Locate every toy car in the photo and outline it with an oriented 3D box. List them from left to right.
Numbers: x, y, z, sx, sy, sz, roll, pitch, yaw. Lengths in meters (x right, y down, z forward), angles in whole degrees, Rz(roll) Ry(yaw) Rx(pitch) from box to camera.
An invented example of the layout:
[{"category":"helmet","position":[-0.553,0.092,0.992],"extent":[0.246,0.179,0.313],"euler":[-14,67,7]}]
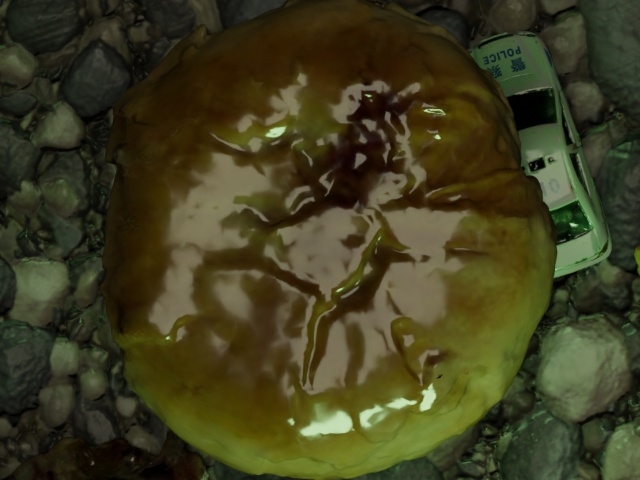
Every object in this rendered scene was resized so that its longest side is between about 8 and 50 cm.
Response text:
[{"category":"toy car","position":[0.186,-0.078,1.371],"extent":[0.090,0.076,0.224],"euler":[-18,83,8]}]

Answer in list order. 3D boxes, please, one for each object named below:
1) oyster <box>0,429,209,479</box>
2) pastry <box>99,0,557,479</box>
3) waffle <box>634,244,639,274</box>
[{"category":"oyster","position":[-0.168,0.343,1.377],"extent":[0.221,0.096,0.361],"euler":[-27,79,12]},{"category":"pastry","position":[0.000,0.000,1.303],"extent":[0.410,0.245,0.409],"euler":[-1,85,9]},{"category":"waffle","position":[0.365,0.029,1.344],"extent":[0.160,0.055,0.211],"euler":[-29,82,4]}]
